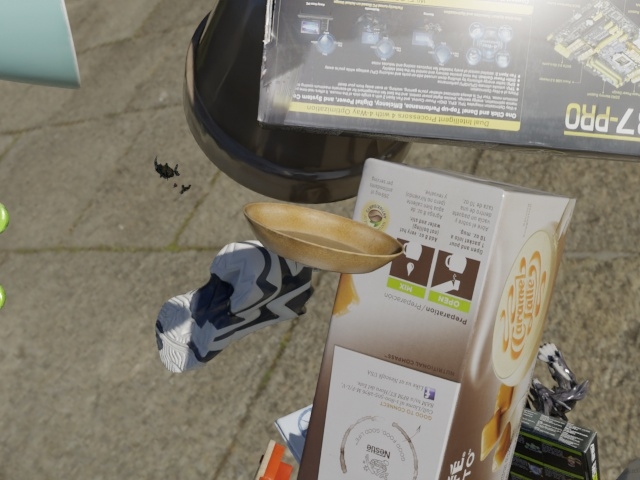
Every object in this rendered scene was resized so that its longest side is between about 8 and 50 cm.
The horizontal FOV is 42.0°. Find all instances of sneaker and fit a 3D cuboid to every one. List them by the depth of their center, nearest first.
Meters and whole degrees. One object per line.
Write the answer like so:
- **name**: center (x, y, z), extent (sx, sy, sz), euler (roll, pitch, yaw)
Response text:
- **sneaker**: center (-0.086, 0.079, 0.989), extent (0.235, 0.153, 0.094), euler (-51, 56, 35)

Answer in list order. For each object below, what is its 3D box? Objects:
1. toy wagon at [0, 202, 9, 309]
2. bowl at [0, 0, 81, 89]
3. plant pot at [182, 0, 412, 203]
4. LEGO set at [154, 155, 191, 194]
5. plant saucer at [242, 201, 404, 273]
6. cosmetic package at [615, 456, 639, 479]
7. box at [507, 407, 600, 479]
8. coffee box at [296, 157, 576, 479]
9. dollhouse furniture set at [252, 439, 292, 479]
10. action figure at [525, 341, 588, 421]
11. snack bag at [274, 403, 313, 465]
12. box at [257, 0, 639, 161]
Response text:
- **toy wagon**: center (-0.494, 0.059, 1.114), extent (0.068, 0.345, 0.267), euler (2, -3, -3)
- **bowl**: center (-0.437, -0.341, 1.116), extent (0.163, 0.312, 0.311), euler (-15, 34, -15)
- **plant pot**: center (-0.003, -0.246, 1.011), extent (0.323, 0.280, 0.323), euler (4, 66, -9)
- **LEGO set**: center (-0.271, -0.114, 1.493), extent (0.023, 0.083, 0.054), euler (-39, -13, 38)
- **plant saucer**: center (0.000, 0.000, 0.417), extent (0.083, 0.083, 0.015), euler (30, 109, 51)
- **cosmetic package**: center (0.393, 0.433, 0.723), extent (0.329, 0.394, 0.327), euler (-41, -8, -18)
- **box**: center (0.289, 0.303, 1.152), extent (0.190, 0.184, 0.045), euler (13, 44, 37)
- **coffee box**: center (0.075, 0.080, 0.545), extent (0.098, 0.141, 0.247), euler (17, 99, 32)
- **dollhouse furniture set**: center (0.013, 0.419, 1.272), extent (0.259, 0.135, 0.262), euler (23, 36, 0)
- **action figure**: center (0.450, 0.304, 1.682), extent (0.164, 0.275, 0.141), euler (-46, 74, 7)
- **snack bag**: center (0.128, 0.401, 1.642), extent (0.342, 0.037, 0.323), euler (-24, 50, -20)
- **box**: center (0.149, -0.245, 0.765), extent (0.394, 0.319, 0.097), euler (4, 2, -3)
